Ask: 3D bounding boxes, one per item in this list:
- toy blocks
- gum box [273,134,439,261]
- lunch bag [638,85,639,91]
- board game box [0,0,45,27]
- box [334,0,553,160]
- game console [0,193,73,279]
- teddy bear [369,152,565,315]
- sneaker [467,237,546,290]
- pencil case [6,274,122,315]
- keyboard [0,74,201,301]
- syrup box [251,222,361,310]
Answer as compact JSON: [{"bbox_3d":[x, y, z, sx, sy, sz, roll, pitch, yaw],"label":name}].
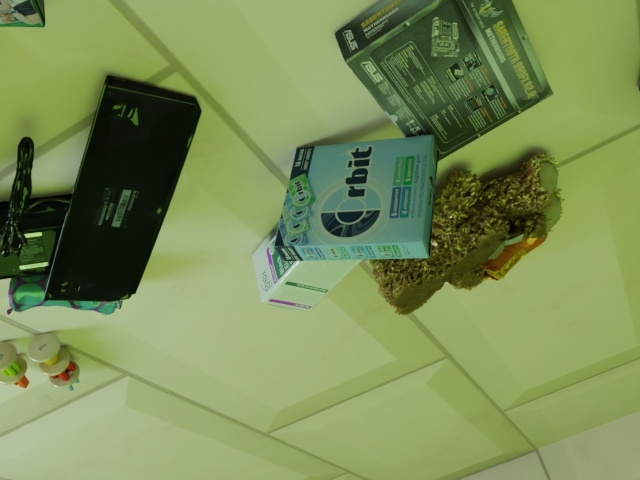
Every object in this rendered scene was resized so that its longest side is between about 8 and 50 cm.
[{"bbox_3d":[-0.481,0.222,1.097,0.123,0.054,0.148,-11,144,-7],"label":"toy blocks"},{"bbox_3d":[0.047,-0.052,0.798,0.184,0.157,0.041,-2,148,22],"label":"gum box"},{"bbox_3d":[0.643,-0.183,0.749,0.386,0.327,0.239,-19,148,2],"label":"lunch bag"},{"bbox_3d":[-0.328,-0.232,0.436,0.214,0.046,0.317,-4,174,-14],"label":"board game box"},{"bbox_3d":[0.153,-0.208,0.766,0.183,0.056,0.231,-31,141,19],"label":"box"},{"bbox_3d":[-0.451,0.021,0.817,0.361,0.044,0.213,-8,125,-16],"label":"game console"},{"bbox_3d":[0.231,-0.018,1.020,0.338,0.113,0.245,-39,145,17],"label":"teddy bear"},{"bbox_3d":[0.322,0.035,1.134,0.175,0.067,0.064,-33,139,19],"label":"sneaker"},{"bbox_3d":[-0.368,0.074,0.935,0.152,0.064,0.070,6,100,-24],"label":"pencil case"},{"bbox_3d":[-0.281,-0.050,0.776,0.202,0.033,0.317,6,124,-36],"label":"keyboard"},{"bbox_3d":[0.000,0.000,0.949,0.096,0.093,0.237,15,134,-35],"label":"syrup box"}]
